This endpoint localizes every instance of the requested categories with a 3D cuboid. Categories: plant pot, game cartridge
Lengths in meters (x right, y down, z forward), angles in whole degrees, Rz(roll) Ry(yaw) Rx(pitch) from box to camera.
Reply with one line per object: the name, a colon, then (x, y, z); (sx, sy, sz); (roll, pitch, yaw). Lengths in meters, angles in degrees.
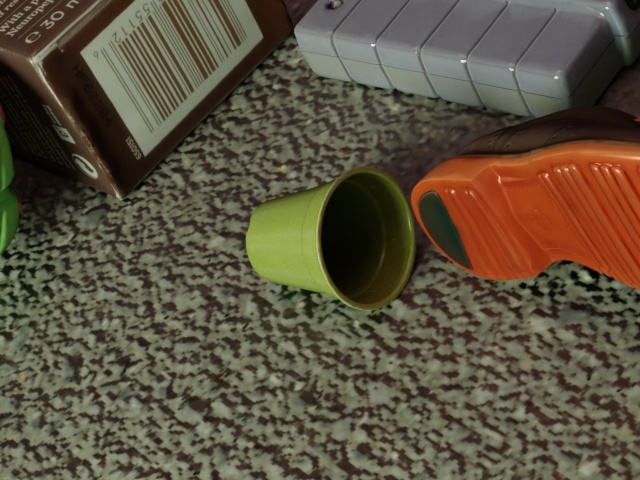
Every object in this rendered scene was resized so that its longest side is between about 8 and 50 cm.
plant pot: (0.000, 0.000, 1.098); (0.079, 0.083, 0.083); (-3, 45, 45)
game cartridge: (0.168, -0.230, 1.256); (0.230, 0.068, 0.355); (12, 54, 42)

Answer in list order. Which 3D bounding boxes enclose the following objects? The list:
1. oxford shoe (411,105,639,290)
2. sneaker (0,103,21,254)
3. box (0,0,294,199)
oxford shoe: (0.160, -0.037, 0.987); (0.098, 0.097, 0.271); (-43, 26, -25)
sneaker: (-0.406, -0.087, 1.285); (0.202, 0.185, 0.483); (-21, 26, -39)
box: (-0.223, -0.184, 1.364); (0.381, 0.143, 0.191); (21, 60, 44)
